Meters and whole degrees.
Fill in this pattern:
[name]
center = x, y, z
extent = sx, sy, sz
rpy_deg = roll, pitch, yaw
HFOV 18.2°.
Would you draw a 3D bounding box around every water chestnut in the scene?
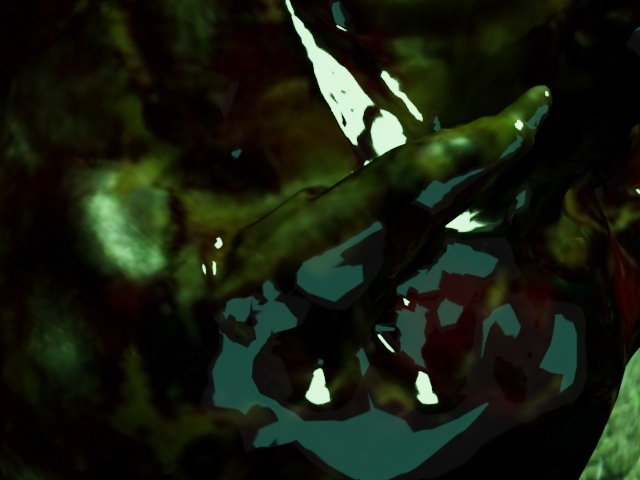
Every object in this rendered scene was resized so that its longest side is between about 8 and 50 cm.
[water chestnut]
center = 0.000, 0.000, 0.668
extent = 0.289, 0.244, 0.289
rpy_deg = -19, 120, -38
